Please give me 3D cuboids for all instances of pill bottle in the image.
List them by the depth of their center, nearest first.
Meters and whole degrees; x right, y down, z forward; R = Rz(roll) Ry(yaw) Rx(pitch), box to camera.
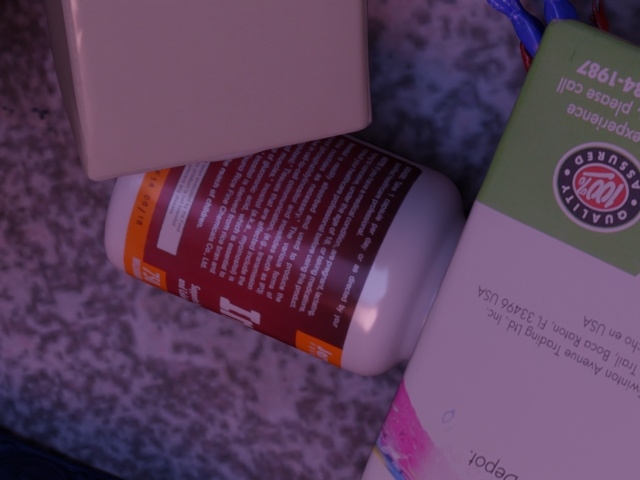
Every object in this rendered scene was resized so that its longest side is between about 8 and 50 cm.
[{"bbox_3d":[0.000,0.000,0.750,0.152,0.086,0.086,23,113,10],"label":"pill bottle"}]

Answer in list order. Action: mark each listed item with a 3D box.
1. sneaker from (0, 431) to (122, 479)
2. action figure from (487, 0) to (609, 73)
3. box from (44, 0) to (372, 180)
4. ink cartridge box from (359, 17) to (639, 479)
[{"bbox_3d":[-0.132,0.148,0.850,0.232,0.081,0.090,26,116,16],"label":"sneaker"},{"bbox_3d":[0.090,-0.073,0.729,0.038,0.030,0.115,-20,105,28],"label":"action figure"},{"bbox_3d":[-0.047,-0.160,0.640,0.113,0.094,0.275,-11,131,-12],"label":"box"},{"bbox_3d":[0.117,0.129,0.660,0.207,0.119,0.354,28,100,32],"label":"ink cartridge box"}]
